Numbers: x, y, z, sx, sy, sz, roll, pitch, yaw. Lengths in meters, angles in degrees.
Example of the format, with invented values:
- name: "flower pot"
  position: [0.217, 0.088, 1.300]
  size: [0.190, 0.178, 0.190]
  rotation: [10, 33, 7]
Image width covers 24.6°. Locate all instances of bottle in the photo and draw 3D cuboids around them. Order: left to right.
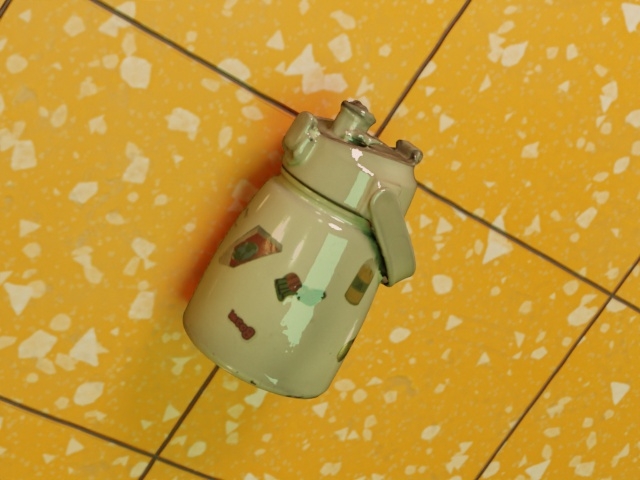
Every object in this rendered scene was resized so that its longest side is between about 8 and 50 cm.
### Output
- name: "bottle"
  position: [0.000, 0.000, 1.805]
  size: [0.229, 0.229, 0.351]
  rotation: [21, 103, -31]
